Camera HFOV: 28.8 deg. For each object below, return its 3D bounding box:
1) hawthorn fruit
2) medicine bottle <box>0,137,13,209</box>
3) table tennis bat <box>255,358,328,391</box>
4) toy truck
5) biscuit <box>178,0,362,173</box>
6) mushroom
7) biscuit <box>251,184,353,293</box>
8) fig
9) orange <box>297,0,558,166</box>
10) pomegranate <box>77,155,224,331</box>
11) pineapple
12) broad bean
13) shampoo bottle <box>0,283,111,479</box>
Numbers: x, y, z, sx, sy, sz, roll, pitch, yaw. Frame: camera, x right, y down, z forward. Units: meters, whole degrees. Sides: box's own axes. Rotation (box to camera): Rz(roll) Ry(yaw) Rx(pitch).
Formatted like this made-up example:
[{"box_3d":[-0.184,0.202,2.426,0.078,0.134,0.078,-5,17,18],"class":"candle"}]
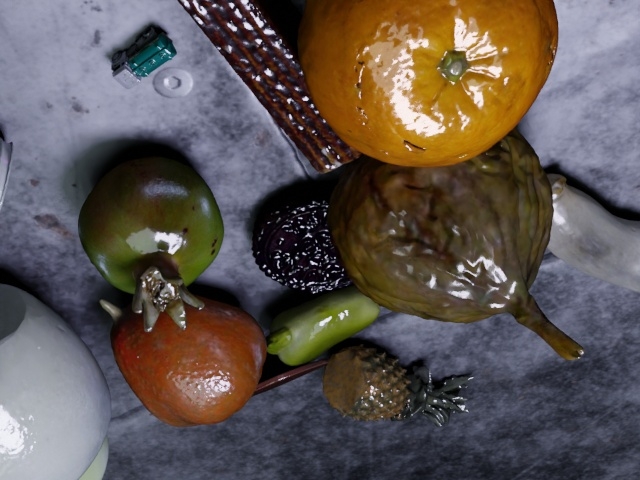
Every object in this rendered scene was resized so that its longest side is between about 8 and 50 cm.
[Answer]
[{"box_3d":[-0.202,0.150,1.730,0.251,0.199,0.199,34,124,-22],"class":"hawthorn fruit"},{"box_3d":[-0.532,-0.101,1.461,0.324,0.124,0.179,14,133,-18],"class":"medicine bottle"},{"box_3d":[-0.103,0.230,1.886,0.274,0.021,0.154,-28,170,37],"class":"table tennis bat"},{"box_3d":[-0.205,-0.209,1.444,0.083,0.044,0.039,-31,129,23],"class":"toy truck"},{"box_3d":[-0.067,-0.232,1.391,0.073,0.107,0.388,-25,133,18],"class":"biscuit"},{"box_3d":[0.407,0.009,1.716,0.351,0.097,0.109,24,128,-25],"class":"mushroom"},{"box_3d":[0.000,0.000,1.683,0.194,0.053,0.195,-3,136,-3],"class":"biscuit"},{"box_3d":[0.193,0.009,1.487,0.286,0.369,0.286,-21,133,-24],"class":"fig"},{"box_3d":[0.112,-0.219,1.331,0.283,0.226,0.284,-9,119,-16],"class":"orange"},{"box_3d":[-0.204,0.006,1.542,0.181,0.224,0.181,-9,135,-10],"class":"pomegranate"},{"box_3d":[0.122,0.234,1.919,0.251,0.125,0.125,16,133,-36],"class":"pineapple"},{"box_3d":[-0.002,0.116,1.777,0.174,0.082,0.124,-34,168,20],"class":"broad bean"},{"box_3d":[-0.450,0.230,1.673,0.322,0.322,0.317,-13,130,7],"class":"shampoo bottle"}]
